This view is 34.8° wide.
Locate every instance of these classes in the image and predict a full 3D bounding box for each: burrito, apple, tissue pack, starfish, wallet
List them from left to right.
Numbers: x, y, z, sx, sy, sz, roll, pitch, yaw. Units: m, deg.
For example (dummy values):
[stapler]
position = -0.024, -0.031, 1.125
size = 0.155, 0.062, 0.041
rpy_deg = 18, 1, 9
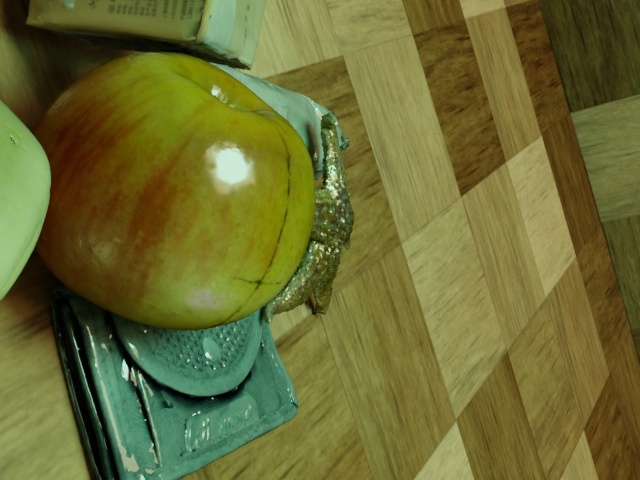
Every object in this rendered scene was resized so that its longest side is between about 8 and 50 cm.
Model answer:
[apple]
position = -0.142, -0.049, 0.991
size = 0.286, 0.233, 0.286
rpy_deg = 24, 20, -9
[tissue pack]
position = -0.141, -0.339, 1.065
size = 0.238, 0.238, 0.306
rpy_deg = 11, 89, -59
[wallet]
position = -0.142, 0.128, 1.140
size = 0.342, 0.075, 0.237
rpy_deg = -14, 88, -61
[burrito]
position = -0.071, -0.143, 1.340
size = 0.445, 0.101, 0.139
rpy_deg = 6, 74, -60
[starfish]
position = 0.004, 0.001, 1.343
size = 0.302, 0.060, 0.299
rpy_deg = 61, 40, -64

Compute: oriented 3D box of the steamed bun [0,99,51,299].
[steamed bun]
position = -0.330, -0.041, 0.777
size = 0.232, 0.166, 0.273
rpy_deg = 57, 35, -34

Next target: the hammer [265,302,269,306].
[hammer]
position = -0.068, 0.079, 1.345
size = 0.029, 0.014, 0.123
rpy_deg = 46, 42, -29
